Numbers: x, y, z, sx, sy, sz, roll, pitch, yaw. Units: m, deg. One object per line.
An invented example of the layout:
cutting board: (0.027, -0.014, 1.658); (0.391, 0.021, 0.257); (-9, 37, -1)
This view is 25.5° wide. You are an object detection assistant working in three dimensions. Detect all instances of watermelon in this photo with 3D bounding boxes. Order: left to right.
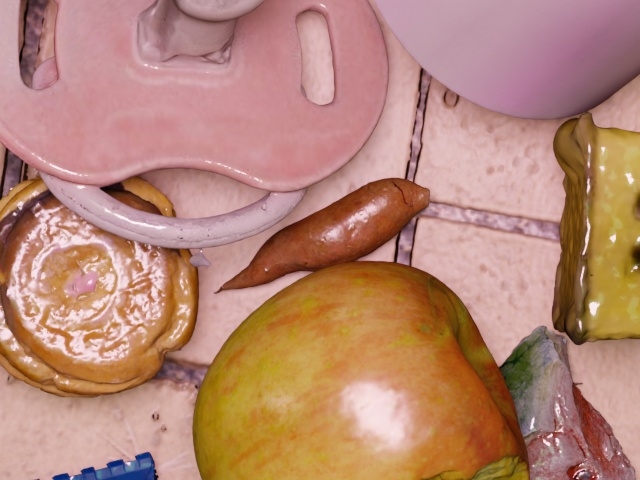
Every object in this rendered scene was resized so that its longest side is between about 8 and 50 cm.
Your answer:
watermelon: (0.192, 0.170, 1.130); (0.139, 0.071, 0.187); (16, 91, -1)

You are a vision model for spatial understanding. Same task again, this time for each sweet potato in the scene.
sweet potato: (0.000, 0.000, 1.146); (0.195, 0.056, 0.056); (-23, 89, 7)

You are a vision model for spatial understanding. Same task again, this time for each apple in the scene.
apple: (0.027, 0.143, 1.050); (0.226, 0.246, 0.246); (-27, 89, 13)

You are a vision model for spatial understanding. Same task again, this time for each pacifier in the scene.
pacifier: (-0.101, -0.154, 1.058); (0.332, 0.220, 0.273); (2, 121, -15)

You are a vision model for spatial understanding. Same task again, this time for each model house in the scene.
model house: (0.293, -0.008, 1.059); (0.234, 0.193, 0.175); (-2, 88, 4)

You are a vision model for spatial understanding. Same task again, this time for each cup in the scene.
cup: (0.204, -0.259, 0.954); (0.253, 0.371, 0.253); (8, 69, -21)

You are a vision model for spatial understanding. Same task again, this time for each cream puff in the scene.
cream puff: (-0.188, 0.032, 1.117); (0.189, 0.129, 0.189); (2, 81, -12)

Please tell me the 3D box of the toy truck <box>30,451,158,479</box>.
toy truck: (-0.168, 0.284, 1.119); (0.113, 0.126, 0.208); (-15, 89, 3)
